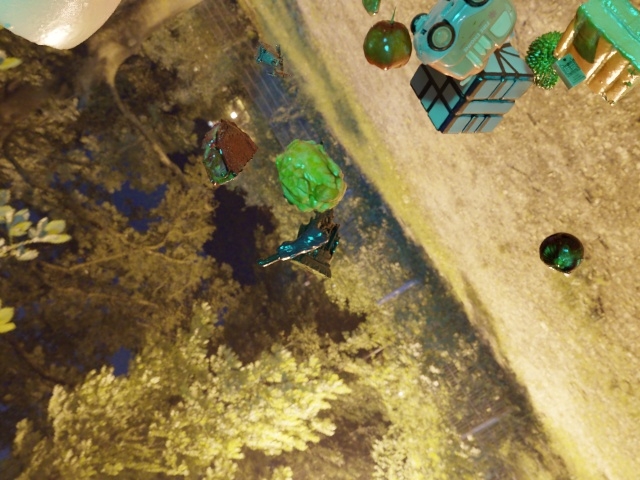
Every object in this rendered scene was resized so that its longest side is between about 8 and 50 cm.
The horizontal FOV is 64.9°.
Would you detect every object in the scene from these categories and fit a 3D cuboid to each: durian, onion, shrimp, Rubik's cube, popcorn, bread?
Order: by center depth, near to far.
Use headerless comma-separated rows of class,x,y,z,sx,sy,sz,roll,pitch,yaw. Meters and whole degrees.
bread,0.747,-0.491,1.311,0.239,0.111,0.246,53,-177,10
onion,0.665,0.028,1.383,0.118,0.117,0.119,9,-90,-79
popcorn,-0.033,-0.233,1.816,0.286,0.215,0.252,58,-153,13
Rubik's cube,0.545,-0.586,1.841,0.294,0.288,0.283,65,147,26
shrimp,0.188,-0.939,1.874,0.294,0.062,0.154,-105,19,-50
durian,0.931,-0.747,2.065,0.237,0.176,0.200,113,165,-51

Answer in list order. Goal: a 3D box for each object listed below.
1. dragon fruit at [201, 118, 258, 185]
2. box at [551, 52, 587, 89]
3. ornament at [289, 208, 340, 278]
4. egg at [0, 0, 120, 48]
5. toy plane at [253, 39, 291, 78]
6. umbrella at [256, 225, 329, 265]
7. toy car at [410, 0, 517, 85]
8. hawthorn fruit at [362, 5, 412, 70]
dragon fruit,-0.306,-0.266,1.598,0.163,0.189,0.262,28,-151,-9
box,0.663,-0.450,1.342,0.083,0.053,0.024,56,168,1
ornament,0.000,0.000,2.005,0.106,0.260,0.251,20,171,42
egg,-0.451,-0.557,0.823,0.354,0.340,0.354,46,-162,-19
toy plane,-0.100,-0.376,1.045,0.060,0.037,0.145,8,-142,-26
umbrella,-0.087,0.023,1.556,0.071,0.248,0.071,48,-154,-34
toy car,0.376,-0.542,1.278,0.212,0.270,0.181,30,-157,-23
hawthorn fruit,0.168,-0.494,1.258,0.125,0.125,0.140,-120,33,-82
